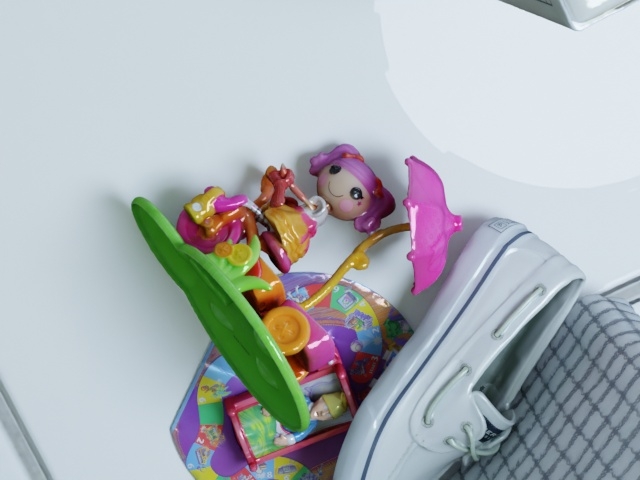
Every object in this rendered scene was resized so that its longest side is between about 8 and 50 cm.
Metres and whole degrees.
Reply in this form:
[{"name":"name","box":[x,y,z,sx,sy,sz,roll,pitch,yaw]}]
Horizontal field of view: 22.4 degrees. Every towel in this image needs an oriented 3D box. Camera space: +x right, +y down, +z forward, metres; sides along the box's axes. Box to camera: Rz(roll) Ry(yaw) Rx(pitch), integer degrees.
[{"name":"towel","box":[0.157,0.196,0.962,0.121,0.235,0.284,31,99,-18]}]

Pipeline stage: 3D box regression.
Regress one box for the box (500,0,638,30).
[{"name":"box","box":[0.125,-0.214,0.848,0.126,0.232,0.149,-28,107,-1]}]

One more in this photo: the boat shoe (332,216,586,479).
[{"name":"boat shoe","box":[0.082,0.098,0.989,0.083,0.075,0.226,12,106,-57]}]

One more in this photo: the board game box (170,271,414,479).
[{"name":"board game box","box":[-0.013,0.104,1.015,0.133,0.033,0.169,24,100,-14]}]

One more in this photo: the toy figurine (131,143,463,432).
[{"name":"toy figurine","box":[0.000,0.000,0.962,0.159,0.130,0.173,-35,68,-16]}]
